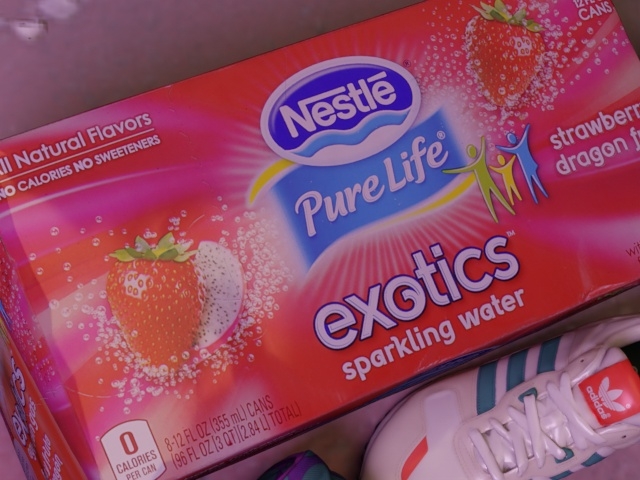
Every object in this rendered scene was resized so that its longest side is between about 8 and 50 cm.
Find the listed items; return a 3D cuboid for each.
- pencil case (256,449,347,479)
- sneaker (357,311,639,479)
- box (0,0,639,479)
[{"bbox_3d":[0.025,0.147,0.608,0.151,0.064,0.070,42,104,-4],"label":"pencil case"},{"bbox_3d":[0.090,0.067,0.646,0.161,0.075,0.057,-23,84,-23],"label":"sneaker"},{"bbox_3d":[0.000,0.000,0.607,0.256,0.122,0.128,-20,82,-23],"label":"box"}]
